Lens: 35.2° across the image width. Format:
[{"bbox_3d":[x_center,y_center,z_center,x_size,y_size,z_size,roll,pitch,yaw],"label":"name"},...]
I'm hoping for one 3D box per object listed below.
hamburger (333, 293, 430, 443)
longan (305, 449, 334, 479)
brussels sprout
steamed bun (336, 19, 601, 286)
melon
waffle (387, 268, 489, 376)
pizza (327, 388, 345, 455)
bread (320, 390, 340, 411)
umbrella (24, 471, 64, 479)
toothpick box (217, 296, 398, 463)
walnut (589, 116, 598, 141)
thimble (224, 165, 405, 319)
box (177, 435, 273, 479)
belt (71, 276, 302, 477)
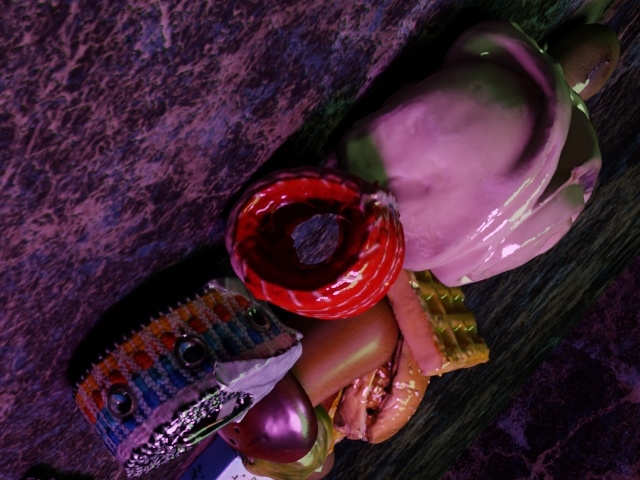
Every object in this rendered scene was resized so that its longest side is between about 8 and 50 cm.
[{"bbox_3d":[0.117,0.214,1.705,0.283,0.144,0.260,109,-2,-67],"label":"hamburger"},{"bbox_3d":[-0.026,0.435,2.002,0.113,0.092,0.113,-27,173,-4],"label":"longan"},{"bbox_3d":[-0.054,0.302,1.548,0.183,0.145,0.131,93,4,-53],"label":"brussels sprout"},{"bbox_3d":[0.210,-0.086,1.281,0.342,0.255,0.367,-46,157,6],"label":"steamed bun"},{"bbox_3d":[0.382,-0.261,1.490,0.162,0.099,0.099,-39,158,-24],"label":"melon"},{"bbox_3d":[0.161,0.082,1.524,0.055,0.248,0.221,-27,165,22],"label":"waffle"},{"bbox_3d":[0.066,0.279,1.908,0.297,0.071,0.189,-36,138,-20],"label":"pizza"},{"bbox_3d":[-0.015,0.254,1.675,0.139,0.095,0.269,-35,147,-32],"label":"bread"},{"bbox_3d":[-0.330,0.346,1.336,0.066,0.059,0.236,-29,158,5],"label":"umbrella"},{"bbox_3d":[-0.028,0.179,1.419,0.294,0.192,0.192,-36,157,-35],"label":"toothpick box"},{"bbox_3d":[0.330,-0.131,1.546,0.207,0.167,0.167,-33,156,-23],"label":"walnut"},{"bbox_3d":[-0.006,0.004,1.144,0.189,0.163,0.125,-6,166,20],"label":"thimble"},{"bbox_3d":[-0.173,0.442,1.680,0.232,0.083,0.142,-48,125,8],"label":"box"},{"bbox_3d":[-0.150,0.152,1.177,0.257,0.150,0.207,-31,164,-29],"label":"belt"}]
